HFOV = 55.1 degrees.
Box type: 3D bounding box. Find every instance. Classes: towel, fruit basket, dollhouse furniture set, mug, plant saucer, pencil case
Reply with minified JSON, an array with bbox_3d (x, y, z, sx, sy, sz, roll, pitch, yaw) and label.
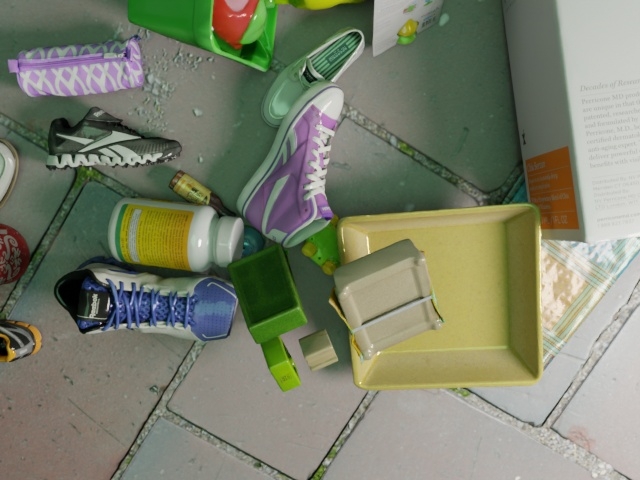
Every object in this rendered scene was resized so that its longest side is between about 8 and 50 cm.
[{"bbox_3d":[0.415,0.041,1.138,0.271,0.040,0.370,34,96,-6],"label":"towel"},{"bbox_3d":[-0.078,-0.454,0.945,0.392,0.283,0.391,2,97,15],"label":"fruit basket"},{"bbox_3d":[0.030,0.093,1.023,0.302,0.151,0.197,-23,133,-1],"label":"dollhouse furniture set"},{"bbox_3d":[-0.585,0.055,1.037,0.113,0.169,0.150,8,98,-4],"label":"mug"},{"bbox_3d":[0.211,0.095,1.083,0.333,0.081,0.332,-4,108,10],"label":"plant saucer"},{"bbox_3d":[-0.400,-0.289,1.031,0.206,0.088,0.086,-8,97,0],"label":"pencil case"}]

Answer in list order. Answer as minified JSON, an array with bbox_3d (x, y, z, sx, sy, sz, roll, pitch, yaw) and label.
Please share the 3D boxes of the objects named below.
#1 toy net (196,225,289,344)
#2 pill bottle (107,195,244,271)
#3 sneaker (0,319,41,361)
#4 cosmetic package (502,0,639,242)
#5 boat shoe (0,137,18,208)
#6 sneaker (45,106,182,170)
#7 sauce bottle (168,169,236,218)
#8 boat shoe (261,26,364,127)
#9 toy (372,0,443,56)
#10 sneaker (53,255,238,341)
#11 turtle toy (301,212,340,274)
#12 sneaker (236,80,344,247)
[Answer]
[{"bbox_3d":[-0.154,0.093,1.124,0.122,0.045,0.232,29,98,-8],"label":"toy net"},{"bbox_3d":[-0.242,-0.008,1.051,0.209,0.117,0.117,6,99,7],"label":"pill bottle"},{"bbox_3d":[-0.621,0.174,1.099,0.215,0.083,0.084,5,100,-2],"label":"sneaker"},{"bbox_3d":[0.420,-0.230,0.970,0.162,0.230,0.453,-7,90,0],"label":"cosmetic package"},{"bbox_3d":[-0.646,-0.056,1.050,0.302,0.103,0.113,-44,98,5],"label":"boat shoe"},{"bbox_3d":[-0.359,-0.177,1.055,0.234,0.078,0.106,-2,101,0],"label":"sneaker"},{"bbox_3d":[-0.208,-0.074,1.095,0.128,0.042,0.042,34,96,-6],"label":"sauce bottle"},{"bbox_3d":[-0.018,-0.286,1.051,0.083,0.076,0.226,43,95,-7],"label":"boat shoe"},{"bbox_3d":[0.133,-0.404,0.969,0.137,0.237,0.056,-29,70,-6],"label":"toy"},{"bbox_3d":[-0.307,0.112,1.026,0.316,0.182,0.127,11,97,7],"label":"sneaker"},{"bbox_3d":[0.000,0.000,1.101,0.130,0.066,0.095,41,69,-8],"label":"turtle toy"},{"bbox_3d":[-0.010,-0.117,1.036,0.161,0.102,0.282,40,108,29],"label":"sneaker"}]
